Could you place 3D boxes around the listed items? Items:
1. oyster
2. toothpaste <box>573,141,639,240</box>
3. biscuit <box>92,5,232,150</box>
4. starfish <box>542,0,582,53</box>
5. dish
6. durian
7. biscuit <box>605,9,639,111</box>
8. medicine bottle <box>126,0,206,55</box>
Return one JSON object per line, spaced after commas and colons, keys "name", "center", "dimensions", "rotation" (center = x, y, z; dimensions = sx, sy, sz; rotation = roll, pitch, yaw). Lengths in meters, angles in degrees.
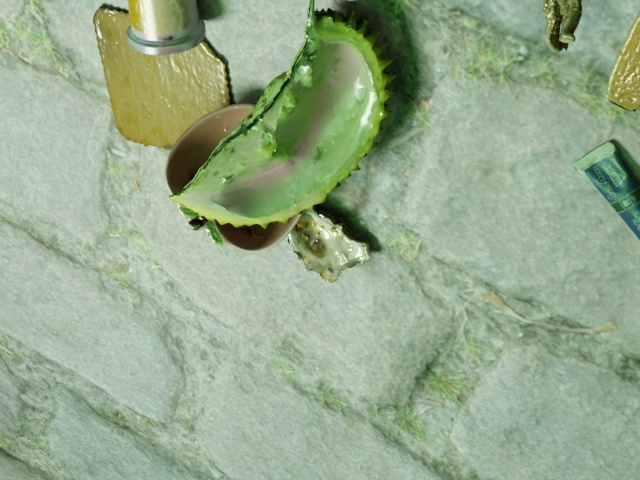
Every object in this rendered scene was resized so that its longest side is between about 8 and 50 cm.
{"name": "oyster", "center": [-0.002, -0.010, 1.703], "dimensions": [0.148, 0.051, 0.103], "rotation": [46, 120, -8]}
{"name": "toothpaste", "center": [0.390, -0.034, 1.416], "dimensions": [0.057, 0.035, 0.197], "rotation": [-34, 101, 31]}
{"name": "biscuit", "center": [-0.229, -0.225, 1.706], "dimensions": [0.232, 0.013, 0.236], "rotation": [16, 134, 25]}
{"name": "starfish", "center": [0.246, -0.306, 1.158], "dimensions": [0.048, 0.295, 0.231], "rotation": [5, 166, 1]}
{"name": "dish", "center": [-0.111, -0.090, 1.654], "dimensions": [0.213, 0.090, 0.213], "rotation": [0, 95, 3]}
{"name": "durian", "center": [-0.035, -0.143, 1.494], "dimensions": [0.352, 0.169, 0.158], "rotation": [-49, 67, 22]}
{"name": "biscuit", "center": [0.364, -0.225, 1.250], "dimensions": [0.052, 0.056, 0.188], "rotation": [31, 139, 12]}
{"name": "medicine bottle", "center": [-0.222, -0.444, 1.444], "dimensions": [0.108, 0.108, 0.426], "rotation": [16, 133, 24]}
